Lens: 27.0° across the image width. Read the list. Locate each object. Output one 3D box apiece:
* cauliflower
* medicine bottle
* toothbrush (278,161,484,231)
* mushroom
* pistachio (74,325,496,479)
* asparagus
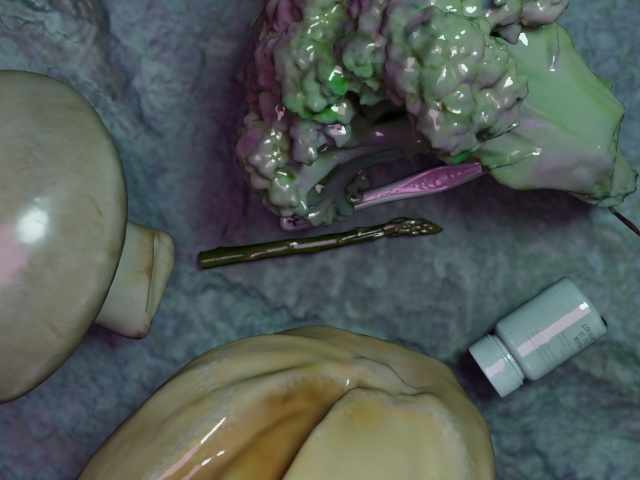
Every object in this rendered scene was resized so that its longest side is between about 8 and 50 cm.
[{"bbox_3d":[0.090,-0.100,0.793,0.315,0.239,0.256,31,62,-8],"label":"cauliflower"},{"bbox_3d":[0.141,0.064,0.871,0.083,0.047,0.047,-35,92,3],"label":"medicine bottle"},{"bbox_3d":[0.071,-0.039,0.879,0.204,0.022,0.017,-15,83,2],"label":"toothbrush"},{"bbox_3d":[-0.178,0.004,0.819,0.204,0.204,0.204,0,93,0],"label":"mushroom"},{"bbox_3d":[-0.029,0.180,0.795,0.230,0.230,0.309,42,77,-2],"label":"pistachio"},{"bbox_3d":[0.000,0.000,0.884,0.163,0.016,0.016,-10,80,1],"label":"asparagus"}]
